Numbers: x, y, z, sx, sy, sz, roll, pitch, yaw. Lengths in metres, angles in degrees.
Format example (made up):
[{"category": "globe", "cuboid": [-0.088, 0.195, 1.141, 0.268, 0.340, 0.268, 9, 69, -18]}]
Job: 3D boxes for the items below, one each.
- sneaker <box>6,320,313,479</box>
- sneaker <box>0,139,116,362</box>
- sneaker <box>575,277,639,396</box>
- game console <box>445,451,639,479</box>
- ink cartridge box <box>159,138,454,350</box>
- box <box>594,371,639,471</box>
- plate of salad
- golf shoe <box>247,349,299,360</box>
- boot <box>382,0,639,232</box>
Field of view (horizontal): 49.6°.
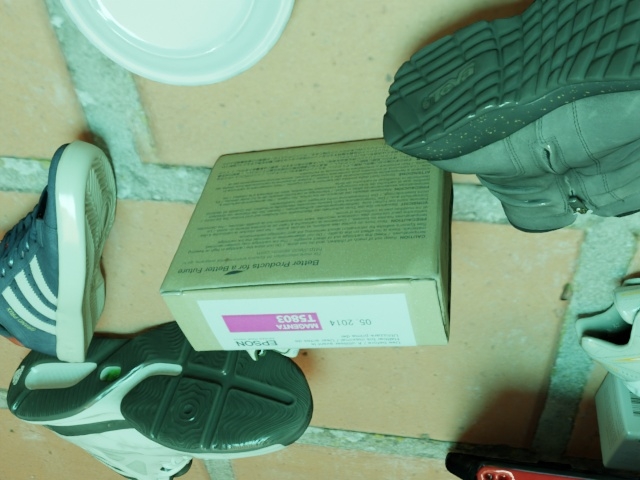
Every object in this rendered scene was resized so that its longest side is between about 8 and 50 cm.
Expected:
[{"category": "sneaker", "cuboid": [-0.185, 0.244, 0.969, 0.447, 0.169, 0.257, -1, 143, 24]}, {"category": "sneaker", "cuboid": [-0.319, 0.021, 0.764, 0.148, 0.131, 0.350, 15, 136, -9]}, {"category": "sneaker", "cuboid": [0.367, 0.067, 0.689, 0.121, 0.099, 0.262, 28, 133, -10]}, {"category": "game console", "cuboid": [0.336, 0.297, 0.839, 0.341, 0.060, 0.386, 10, 165, 8]}, {"category": "ink cartridge box", "cuboid": [0.000, 0.000, 0.630, 0.234, 0.193, 0.088, -3, 133, 16]}, {"category": "box", "cuboid": [0.392, 0.212, 0.821, 0.101, 0.101, 0.087, 8, 136, 4]}, {"category": "plate of salad", "cuboid": [-0.115, -0.218, 0.541, 0.199, 0.048, 0.200, 3, 125, 4]}, {"category": "golf shoe", "cuboid": [-0.028, 0.088, 0.794, 0.176, 0.069, 0.086, -21, 92, 37]}, {"category": "boot", "cuboid": [0.232, -0.099, 0.494, 0.222, 0.118, 0.338, 24, 160, -36]}]
